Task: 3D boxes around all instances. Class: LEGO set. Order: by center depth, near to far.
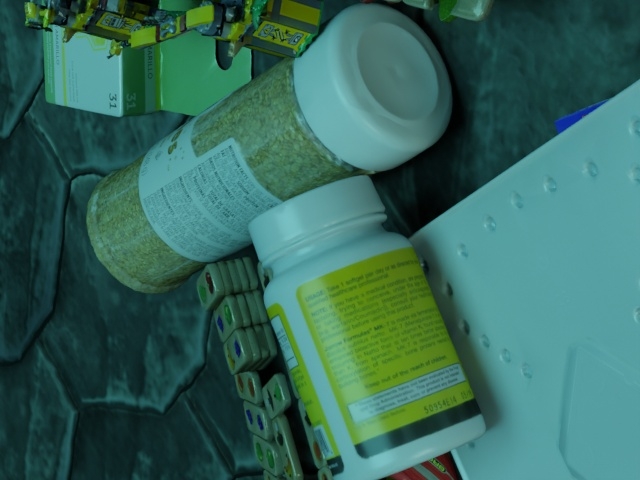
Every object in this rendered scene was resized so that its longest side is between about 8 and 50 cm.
[{"bbox_3d":[-0.144,-0.262,1.202,0.331,0.192,0.255,24,101,50],"label":"LEGO set"}]

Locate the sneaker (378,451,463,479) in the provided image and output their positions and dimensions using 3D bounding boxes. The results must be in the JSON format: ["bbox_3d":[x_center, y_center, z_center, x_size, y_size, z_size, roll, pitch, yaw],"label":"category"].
[{"bbox_3d":[0.095,0.277,1.241,0.107,0.118,0.279,-38,73,45],"label":"sneaker"}]

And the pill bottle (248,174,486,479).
[{"bbox_3d":[0.030,0.066,1.174,0.119,0.119,0.208,-29,80,45],"label":"pill bottle"}]

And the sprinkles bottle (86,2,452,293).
[{"bbox_3d":[-0.052,-0.064,1.300,0.355,0.121,0.121,-29,80,45],"label":"sprinkles bottle"}]

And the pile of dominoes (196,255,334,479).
[{"bbox_3d":[-0.050,0.143,1.340,0.196,0.040,0.251,130,126,-66],"label":"pile of dominoes"}]

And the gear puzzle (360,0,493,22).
[{"bbox_3d":[0.099,-0.241,1.131,0.339,0.044,0.175,22,95,44],"label":"gear puzzle"}]

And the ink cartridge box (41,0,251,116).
[{"bbox_3d":[-0.159,-0.194,1.426,0.235,0.056,0.171,15,110,45],"label":"ink cartridge box"}]

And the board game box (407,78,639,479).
[{"bbox_3d":[0.218,0.125,1.073,0.390,0.050,0.390,-37,73,57],"label":"board game box"}]

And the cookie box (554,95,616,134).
[{"bbox_3d":[0.219,-0.047,1.088,0.092,0.040,0.107,-19,87,48],"label":"cookie box"}]
